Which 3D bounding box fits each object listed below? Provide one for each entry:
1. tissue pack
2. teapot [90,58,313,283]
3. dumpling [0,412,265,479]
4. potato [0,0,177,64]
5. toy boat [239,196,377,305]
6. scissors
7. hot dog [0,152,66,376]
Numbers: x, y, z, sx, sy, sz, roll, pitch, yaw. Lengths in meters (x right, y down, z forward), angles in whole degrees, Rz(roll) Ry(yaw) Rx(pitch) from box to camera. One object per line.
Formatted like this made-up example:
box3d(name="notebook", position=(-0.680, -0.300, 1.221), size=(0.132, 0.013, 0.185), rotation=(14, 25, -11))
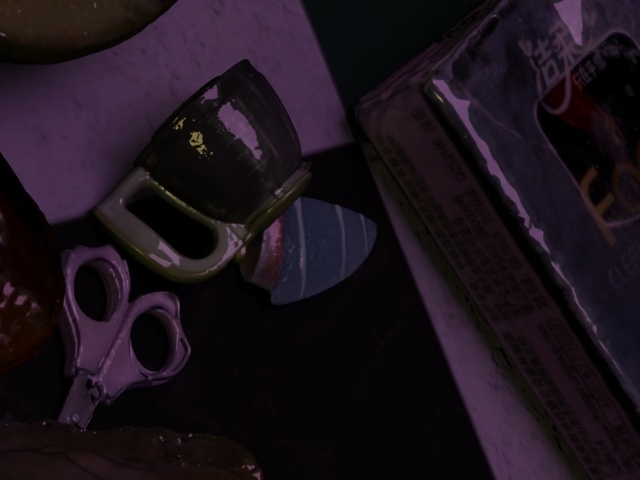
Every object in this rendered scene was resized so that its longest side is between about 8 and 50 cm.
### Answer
box3d(name="tissue pack", position=(0.203, -0.013, 1.205), size=(0.259, 0.122, 0.361), rotation=(-41, 104, -42))
box3d(name="teapot", position=(-0.061, -0.036, 0.988), size=(0.091, 0.124, 0.092), rotation=(47, 13, 0))
box3d(name="dumpling", position=(-0.177, 0.139, 0.748), size=(0.332, 0.086, 0.166), rotation=(-25, 64, -28))
box3d(name="potato", position=(-0.179, -0.203, 0.932), size=(0.269, 0.112, 0.255), rotation=(27, 59, -29))
box3d(name="toy boat", position=(0.001, 0.000, 1.066), size=(0.122, 0.034, 0.096), rotation=(14, 68, -41))
box3d(name="scissors", position=(-0.132, 0.089, 0.913), size=(0.100, 0.015, 0.189), rotation=(42, 49, -26))
box3d(name="hot dog", position=(-0.220, -0.026, 0.818), size=(0.227, 0.099, 0.160), rotation=(54, 45, -13))
